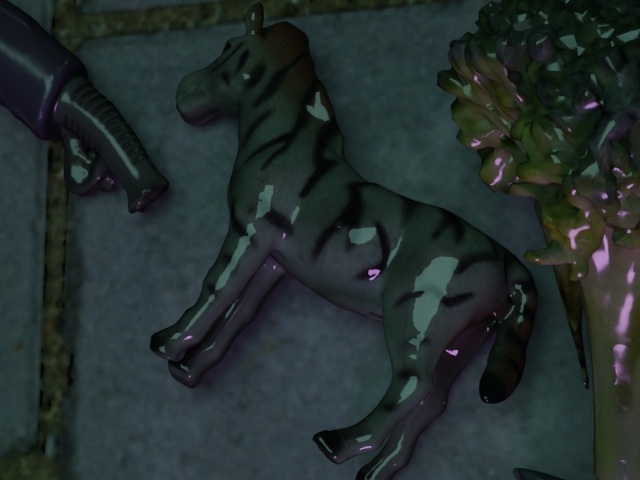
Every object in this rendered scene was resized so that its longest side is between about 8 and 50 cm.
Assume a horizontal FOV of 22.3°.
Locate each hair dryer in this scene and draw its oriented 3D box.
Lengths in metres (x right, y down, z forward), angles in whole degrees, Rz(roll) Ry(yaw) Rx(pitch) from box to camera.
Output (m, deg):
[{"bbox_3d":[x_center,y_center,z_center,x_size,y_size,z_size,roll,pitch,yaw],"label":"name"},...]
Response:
[{"bbox_3d":[-0.251,-0.084,0.905,0.361,0.121,0.301,23,91,14],"label":"hair dryer"}]

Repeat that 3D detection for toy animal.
[{"bbox_3d":[-0.015,0.009,0.818,0.170,0.090,0.255,-41,72,-2],"label":"toy animal"}]

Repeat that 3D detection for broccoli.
[{"bbox_3d":[0.169,-0.008,0.741,0.247,0.263,0.243,20,108,51],"label":"broccoli"}]

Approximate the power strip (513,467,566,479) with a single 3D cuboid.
[{"bbox_3d":[0.092,0.243,0.741,0.167,0.054,0.253,30,84,21],"label":"power strip"}]
